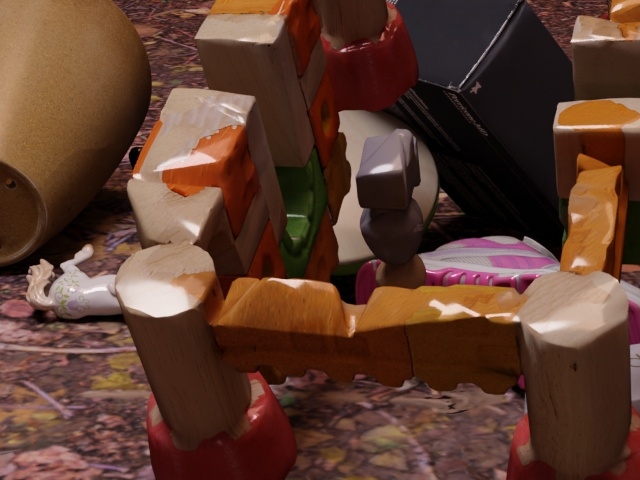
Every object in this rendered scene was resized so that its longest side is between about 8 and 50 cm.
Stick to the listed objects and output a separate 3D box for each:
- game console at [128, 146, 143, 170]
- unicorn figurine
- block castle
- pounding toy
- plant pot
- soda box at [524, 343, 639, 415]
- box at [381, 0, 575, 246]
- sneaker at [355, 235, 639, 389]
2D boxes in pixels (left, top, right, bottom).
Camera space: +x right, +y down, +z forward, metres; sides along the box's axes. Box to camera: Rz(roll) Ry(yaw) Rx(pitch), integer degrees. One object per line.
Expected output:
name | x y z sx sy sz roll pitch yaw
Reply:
game console | -0.114 -0.070 1.448 0.122 0.107 0.071 5 49 18
unicorn figurine | -0.162 0.038 1.184 0.162 0.060 0.111 -16 19 7
block castle | 0.076 -0.025 0.913 0.303 0.213 0.453 3 44 17
pounding toy | 0.000 0.000 1.241 0.183 0.110 0.237 15 53 12
plant pot | -0.289 -0.096 1.342 0.237 0.237 0.254 0 33 2
soda box | 0.242 0.107 0.940 0.216 0.069 0.074 -9 22 -18
box | 0.149 -0.108 1.269 0.184 0.261 0.103 27 77 48
sneaker | 0.154 0.045 1.064 0.252 0.103 0.111 14 26 34
